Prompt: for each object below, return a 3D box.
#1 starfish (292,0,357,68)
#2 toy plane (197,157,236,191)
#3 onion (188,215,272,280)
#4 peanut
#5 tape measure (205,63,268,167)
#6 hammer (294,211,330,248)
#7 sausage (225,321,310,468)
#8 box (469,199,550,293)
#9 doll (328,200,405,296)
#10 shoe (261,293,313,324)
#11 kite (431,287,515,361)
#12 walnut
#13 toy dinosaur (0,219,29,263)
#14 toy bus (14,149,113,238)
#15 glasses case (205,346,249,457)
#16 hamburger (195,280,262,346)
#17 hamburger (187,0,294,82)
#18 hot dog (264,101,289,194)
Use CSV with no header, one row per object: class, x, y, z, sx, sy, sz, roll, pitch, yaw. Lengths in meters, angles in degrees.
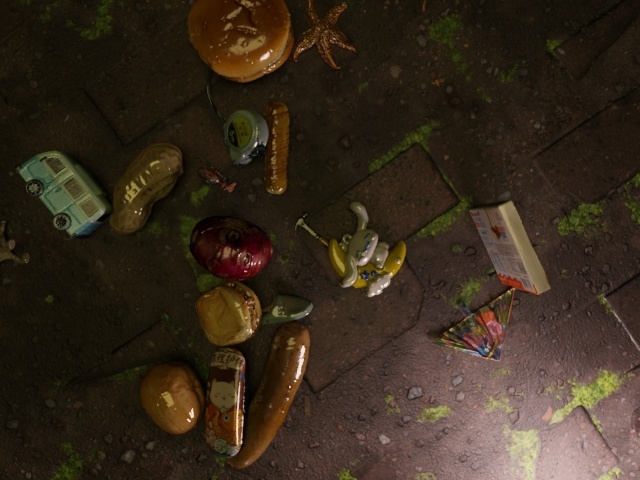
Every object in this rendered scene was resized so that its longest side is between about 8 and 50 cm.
starfish,0.007,-0.645,1.539,0.240,0.043,0.227,-41,90,4
toy plane,-0.335,-0.197,1.555,0.145,0.037,0.060,35,81,3
onion,-0.271,0.024,1.466,0.246,0.246,0.190,21,102,0
peanut,-0.539,-0.160,1.509,0.153,0.140,0.325,25,102,-43
tape measure,-0.258,-0.404,1.524,0.163,0.084,0.331,-20,84,25
hammer,0.000,0.000,1.566,0.201,0.021,0.078,40,87,-1
sausage,-0.152,0.488,1.528,0.136,0.123,0.502,20,96,-25
box,0.544,0.014,1.442,0.048,0.273,0.265,-25,92,2
doll,0.139,0.039,1.522,0.237,0.111,0.252,31,88,-2
shoe,-0.125,0.209,1.542,0.195,0.079,0.078,-16,110,7
kite,0.521,0.291,1.577,0.321,0.016,0.234,-33,91,1
walnut,-0.446,0.476,1.499,0.193,0.193,0.226,-32,96,1
toy dinosaur,-1.035,0.043,1.560,0.199,0.072,0.252,7,104,10
toy bus,-0.774,-0.152,1.511,0.164,0.133,0.271,-38,94,-4
glasses case,-0.283,0.486,1.486,0.122,0.082,0.322,0,85,29
hamburger,-0.278,0.226,1.504,0.213,0.108,0.214,6,104,25
hamburger,-0.240,-0.635,1.478,0.314,0.170,0.290,-27,85,2
hot dog,-0.138,-0.290,1.537,0.082,0.068,0.289,0,91,-7
